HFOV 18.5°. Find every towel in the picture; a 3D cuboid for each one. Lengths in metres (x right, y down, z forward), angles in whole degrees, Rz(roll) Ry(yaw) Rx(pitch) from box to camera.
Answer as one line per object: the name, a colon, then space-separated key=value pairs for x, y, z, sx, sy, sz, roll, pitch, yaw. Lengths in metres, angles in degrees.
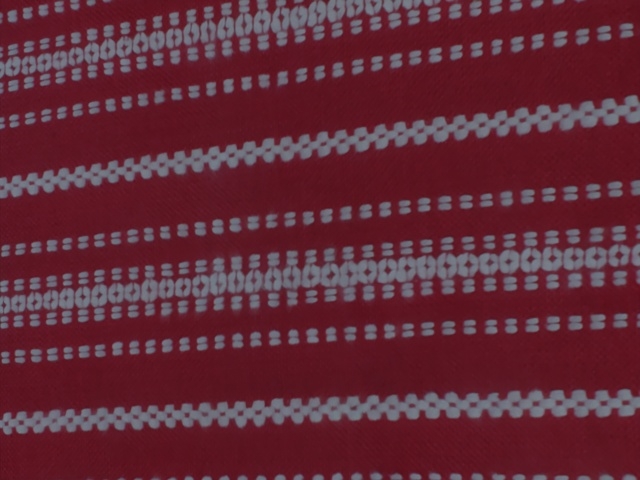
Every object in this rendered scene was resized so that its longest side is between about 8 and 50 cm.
towel: x=0.000 y=0.000 z=0.456 sx=0.198 sy=0.031 sz=0.275 roll=-6 pitch=83 yaw=33
